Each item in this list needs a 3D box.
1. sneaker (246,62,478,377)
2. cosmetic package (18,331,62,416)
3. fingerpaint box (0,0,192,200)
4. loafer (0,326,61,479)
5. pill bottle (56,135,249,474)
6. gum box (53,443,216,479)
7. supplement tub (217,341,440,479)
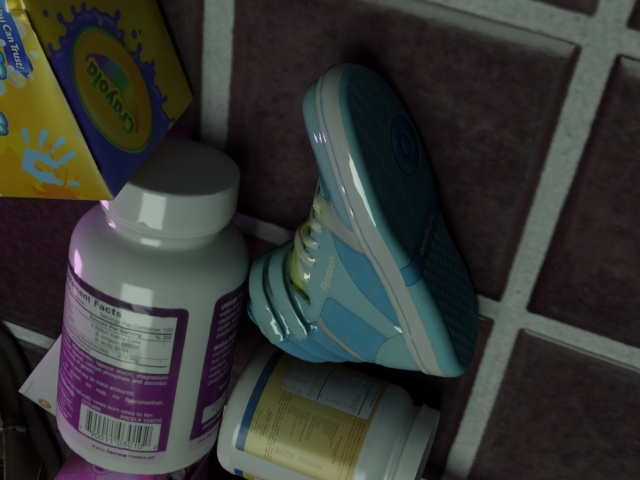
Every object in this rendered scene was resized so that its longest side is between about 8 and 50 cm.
[{"bbox_3d":[0.000,0.000,0.939,0.208,0.127,0.319,-4,126,28],"label":"sneaker"},{"bbox_3d":[-0.264,0.136,1.240,0.099,0.060,0.239,38,135,-7],"label":"cosmetic package"},{"bbox_3d":[-0.357,-0.256,0.863,0.371,0.163,0.445,2,132,26],"label":"fingerpaint box"},{"bbox_3d":[-0.442,0.225,1.360,0.133,0.130,0.366,2,129,26],"label":"loafer"},{"bbox_3d":[-0.159,0.060,1.019,0.169,0.169,0.301,19,118,11],"label":"pill bottle"},{"bbox_3d":[-0.228,0.279,1.315,0.188,0.107,0.062,-11,123,34],"label":"gum box"},{"bbox_3d":[0.010,0.200,1.096,0.199,0.144,0.144,19,135,11],"label":"supplement tub"}]
